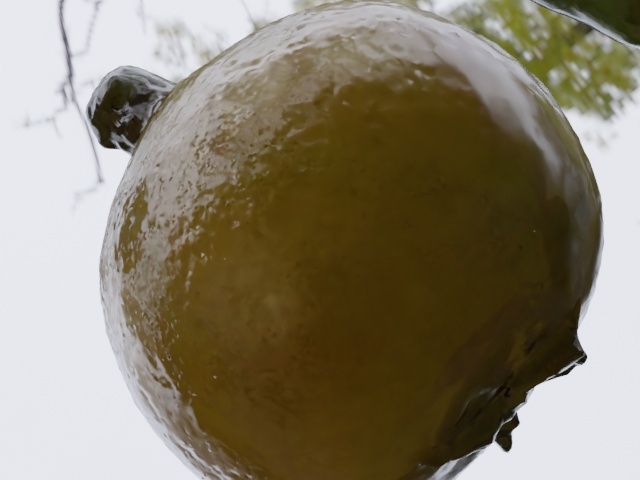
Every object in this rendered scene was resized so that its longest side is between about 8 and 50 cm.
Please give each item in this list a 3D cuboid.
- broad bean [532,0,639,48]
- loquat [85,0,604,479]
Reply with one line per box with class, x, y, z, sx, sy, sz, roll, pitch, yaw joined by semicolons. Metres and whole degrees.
broad bean;-0.017;-0.111;0.393;0.254;0.065;0.046;31;-71;-9
loquat;0.000;0.000;1.216;0.328;0.359;0.328;-46;-21;-23
